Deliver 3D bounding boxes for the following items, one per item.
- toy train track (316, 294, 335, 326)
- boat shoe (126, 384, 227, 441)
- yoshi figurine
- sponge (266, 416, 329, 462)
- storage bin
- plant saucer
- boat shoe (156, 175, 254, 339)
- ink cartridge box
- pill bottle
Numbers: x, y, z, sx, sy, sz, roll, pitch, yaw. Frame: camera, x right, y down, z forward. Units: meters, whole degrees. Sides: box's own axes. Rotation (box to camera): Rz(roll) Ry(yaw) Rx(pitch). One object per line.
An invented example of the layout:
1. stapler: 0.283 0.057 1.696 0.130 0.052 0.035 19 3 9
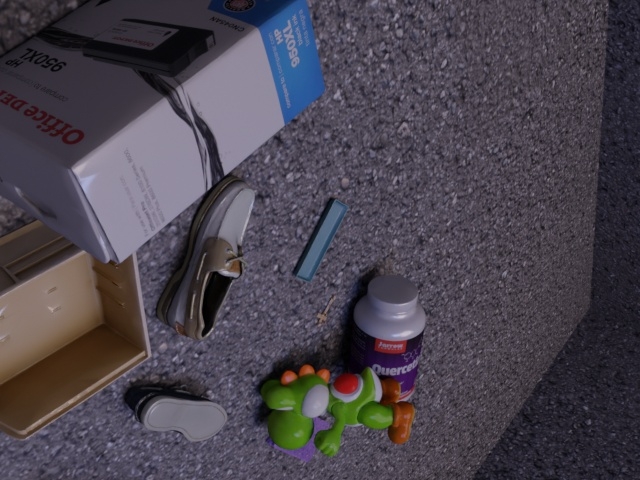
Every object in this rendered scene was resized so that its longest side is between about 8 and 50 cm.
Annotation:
1. toy train track: 0.016 0.169 1.975 0.083 0.014 0.048 -62 149 -3
2. boat shoe: -0.278 0.334 1.612 0.254 0.079 0.095 24 95 -56
3. yoshi figurine: 0.022 0.413 1.948 0.362 0.203 0.203 10 65 -22
4. sponge: -0.053 0.488 2.098 0.117 0.031 0.210 -58 147 -10
5. storage bin: -0.403 0.117 1.227 0.260 0.123 0.262 -34 139 -38
6. plant saucer: 0.000 0.000 1.822 0.067 0.018 0.192 25 91 -58
7. boat shoe: -0.184 0.036 1.501 0.113 0.103 0.302 15 100 -58
8. ink cartridge box: -0.233 -0.191 1.087 0.395 0.285 0.166 -45 143 -27
9. pill bottle: 0.166 0.254 2.095 0.181 0.181 0.323 -30 136 -41
